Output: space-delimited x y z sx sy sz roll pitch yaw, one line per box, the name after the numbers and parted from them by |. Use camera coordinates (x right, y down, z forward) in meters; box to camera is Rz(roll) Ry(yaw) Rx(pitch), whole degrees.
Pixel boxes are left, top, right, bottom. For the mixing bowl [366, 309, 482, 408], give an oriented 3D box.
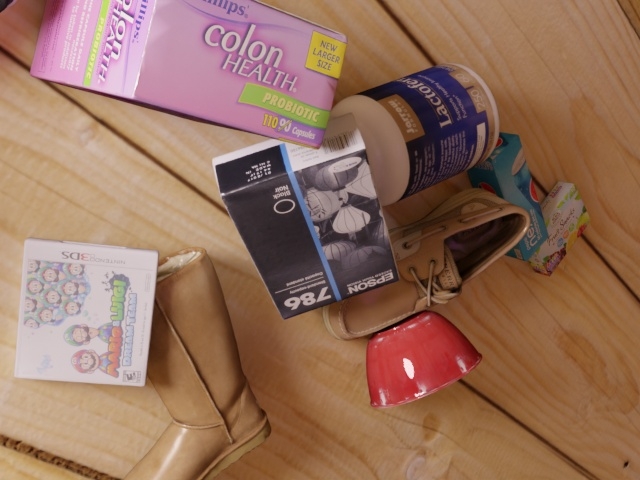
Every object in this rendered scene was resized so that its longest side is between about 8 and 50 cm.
0.137 0.163 1.234 0.181 0.181 0.098 -24 91 -32 | mixing bowl

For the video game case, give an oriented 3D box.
-0.258 0.081 0.922 0.143 0.019 0.157 6 100 -11 | video game case

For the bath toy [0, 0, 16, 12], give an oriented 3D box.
-0.376 -0.229 0.706 0.348 0.129 0.151 -42 101 -23 | bath toy

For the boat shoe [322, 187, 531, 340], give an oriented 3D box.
0.154 0.035 1.211 0.341 0.110 0.122 -36 119 -16 | boat shoe

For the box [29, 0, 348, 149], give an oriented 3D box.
-0.137 -0.184 0.841 0.213 0.243 0.117 10 96 -41 | box

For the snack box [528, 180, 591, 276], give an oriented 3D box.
0.414 -0.021 1.476 0.141 0.037 0.100 -50 127 -17 | snack box

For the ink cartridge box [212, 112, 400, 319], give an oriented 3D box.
0.000 0.000 1.005 0.165 0.065 0.333 -19 144 2 | ink cartridge box

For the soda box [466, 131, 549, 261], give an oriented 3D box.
0.301 -0.071 1.350 0.071 0.067 0.210 -41 126 -23 | soda box

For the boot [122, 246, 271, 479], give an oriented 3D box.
-0.193 0.176 1.010 0.236 0.089 0.269 -35 119 -30 | boot

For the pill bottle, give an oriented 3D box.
0.100 -0.133 1.109 0.264 0.153 0.153 -25 118 -32 | pill bottle
